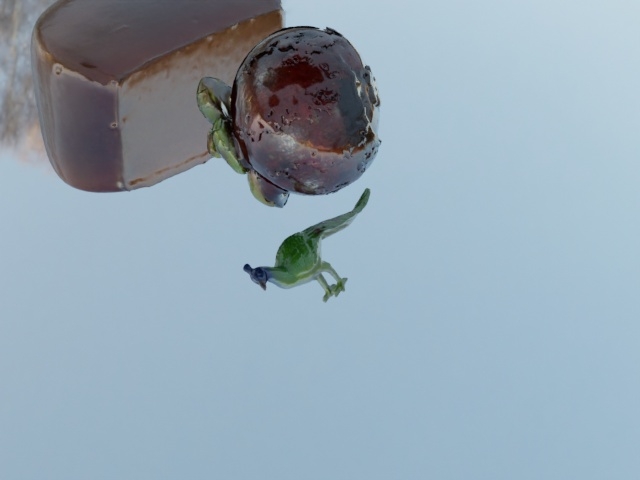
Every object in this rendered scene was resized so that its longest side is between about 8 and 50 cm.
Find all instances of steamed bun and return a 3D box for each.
[{"bbox_3d":[-0.228,-0.233,1.348,0.248,0.235,0.379,29,-135,30],"label":"steamed bun"}]

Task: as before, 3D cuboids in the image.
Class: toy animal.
[{"bbox_3d":[0.009,0.015,0.986,0.217,0.041,0.075,-33,-90,-46],"label":"toy animal"}]

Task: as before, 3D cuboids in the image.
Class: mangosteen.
[{"bbox_3d":[-0.029,-0.115,0.951,0.166,0.180,0.166,48,-148,-43],"label":"mangosteen"}]
